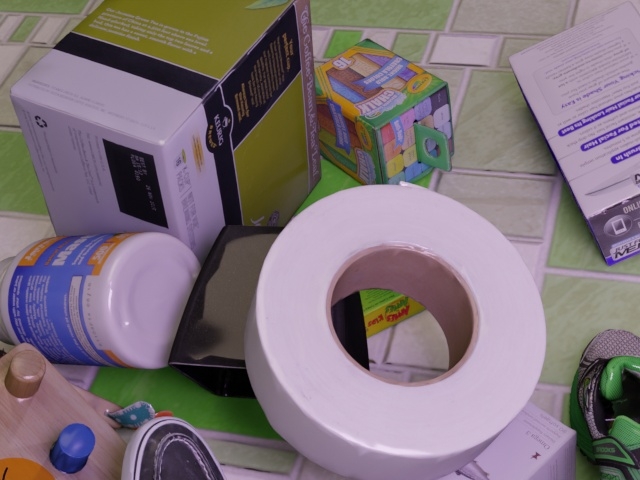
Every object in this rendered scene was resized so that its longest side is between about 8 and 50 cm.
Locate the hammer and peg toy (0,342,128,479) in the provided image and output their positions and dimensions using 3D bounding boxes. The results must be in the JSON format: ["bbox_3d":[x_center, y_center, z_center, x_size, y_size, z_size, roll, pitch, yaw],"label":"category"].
[{"bbox_3d":[-0.265,0.299,1.200,0.361,0.127,0.266,44,55,6],"label":"hammer and peg toy"}]

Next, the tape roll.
[{"bbox_3d":[0.071,0.088,1.169,0.286,0.100,0.286,4,62,-8],"label":"tape roll"}]

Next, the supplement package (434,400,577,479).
[{"bbox_3d":[0.162,0.249,1.212,0.179,0.105,0.105,-38,52,-25],"label":"supplement package"}]

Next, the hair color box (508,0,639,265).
[{"bbox_3d":[0.384,-0.145,1.541,0.185,0.110,0.339,-24,42,10],"label":"hair color box"}]

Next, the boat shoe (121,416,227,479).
[{"bbox_3d":[-0.108,0.304,1.117,0.113,0.105,0.306,0,66,-28],"label":"boat shoe"}]

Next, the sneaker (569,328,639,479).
[{"bbox_3d":[0.322,0.163,1.194,0.134,0.146,0.343,-6,18,6],"label":"sneaker"}]

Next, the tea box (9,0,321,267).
[{"bbox_3d":[-0.169,-0.126,1.488,0.220,0.329,0.323,21,51,22],"label":"tea box"}]

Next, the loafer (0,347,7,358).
[{"bbox_3d":[-0.465,0.136,1.481,0.220,0.080,0.078,25,45,25],"label":"loafer"}]

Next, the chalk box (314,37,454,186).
[{"bbox_3d":[0.091,-0.155,1.618,0.132,0.132,0.213,-33,47,-22],"label":"chalk box"}]

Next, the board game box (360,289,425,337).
[{"bbox_3d":[0.061,0.064,1.464,0.181,0.043,0.092,-26,46,-14],"label":"board game box"}]

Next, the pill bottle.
[{"bbox_3d":[-0.272,0.069,1.385,0.272,0.152,0.152,-2,40,41],"label":"pill bottle"}]

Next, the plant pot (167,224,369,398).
[{"bbox_3d":[-0.044,0.081,1.327,0.188,0.187,0.167,1,72,13],"label":"plant pot"}]

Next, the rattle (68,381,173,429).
[{"bbox_3d":[-0.288,0.219,1.360,0.200,0.130,0.143,26,62,1],"label":"rattle"}]
